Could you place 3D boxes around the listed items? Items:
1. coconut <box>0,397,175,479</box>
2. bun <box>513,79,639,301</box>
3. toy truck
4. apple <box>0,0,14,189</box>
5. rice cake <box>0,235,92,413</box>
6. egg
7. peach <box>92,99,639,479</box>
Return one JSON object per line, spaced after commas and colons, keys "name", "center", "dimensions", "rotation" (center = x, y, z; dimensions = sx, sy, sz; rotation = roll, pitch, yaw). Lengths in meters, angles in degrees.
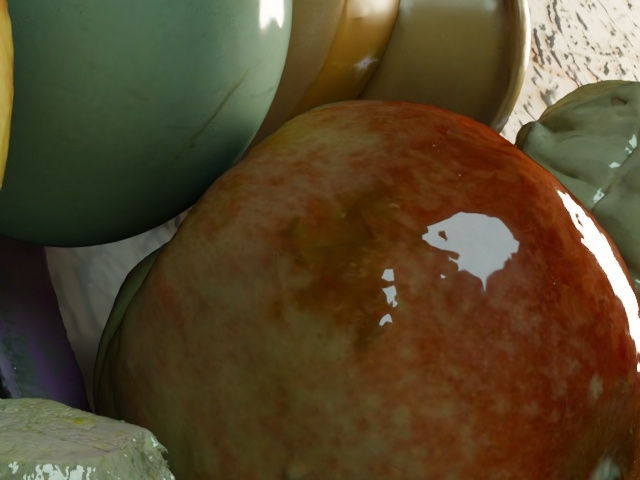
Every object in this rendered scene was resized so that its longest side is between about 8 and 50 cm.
{"name": "coconut", "center": [-0.109, 0.126, 0.652], "dimensions": [0.116, 0.122, 0.116], "rotation": [6, 9, -1]}
{"name": "bun", "center": [0.146, -0.007, 0.933], "dimensions": [0.134, 0.220, 0.220], "rotation": [36, 33, -20]}
{"name": "toy truck", "center": [-0.045, -0.148, 0.950], "dimensions": [0.212, 0.204, 0.288], "rotation": [3, 44, -44]}
{"name": "apple", "center": [-0.242, -0.047, 0.597], "dimensions": [0.233, 0.286, 0.286], "rotation": [10, 42, -43]}
{"name": "rice cake", "center": [-0.133, 0.041, 0.798], "dimensions": [0.047, 0.036, 0.206], "rotation": [5, 45, -30]}
{"name": "egg", "center": [-0.099, -0.087, 0.751], "dimensions": [0.168, 0.231, 0.168], "rotation": [9, 64, -20]}
{"name": "peach", "center": [0.036, 0.075, 0.745], "dimensions": [0.256, 0.232, 0.232], "rotation": [45, 35, 3]}
